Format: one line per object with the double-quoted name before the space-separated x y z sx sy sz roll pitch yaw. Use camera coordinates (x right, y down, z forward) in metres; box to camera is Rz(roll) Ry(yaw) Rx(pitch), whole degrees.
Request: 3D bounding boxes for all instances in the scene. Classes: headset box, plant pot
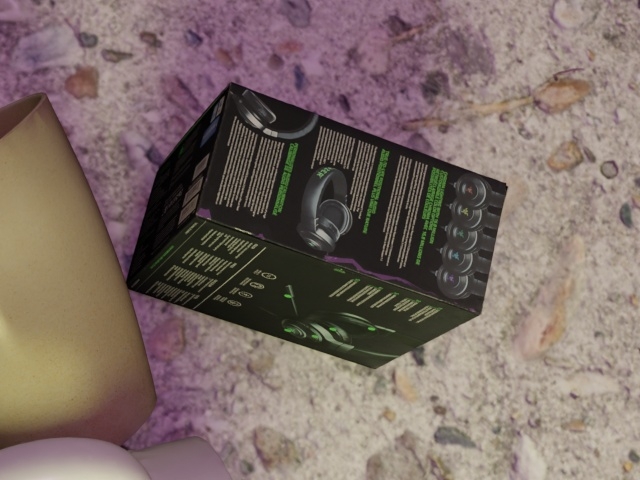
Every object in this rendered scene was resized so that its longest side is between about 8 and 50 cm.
"headset box" 0.000 0.000 1.536 0.283 0.246 0.131 19 69 -14
"plant pot" -0.262 0.058 1.440 0.256 0.256 0.274 -41 107 -26

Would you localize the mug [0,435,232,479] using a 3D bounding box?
"mug" -0.216 0.291 1.309 0.328 0.374 0.276 -14 45 -16
